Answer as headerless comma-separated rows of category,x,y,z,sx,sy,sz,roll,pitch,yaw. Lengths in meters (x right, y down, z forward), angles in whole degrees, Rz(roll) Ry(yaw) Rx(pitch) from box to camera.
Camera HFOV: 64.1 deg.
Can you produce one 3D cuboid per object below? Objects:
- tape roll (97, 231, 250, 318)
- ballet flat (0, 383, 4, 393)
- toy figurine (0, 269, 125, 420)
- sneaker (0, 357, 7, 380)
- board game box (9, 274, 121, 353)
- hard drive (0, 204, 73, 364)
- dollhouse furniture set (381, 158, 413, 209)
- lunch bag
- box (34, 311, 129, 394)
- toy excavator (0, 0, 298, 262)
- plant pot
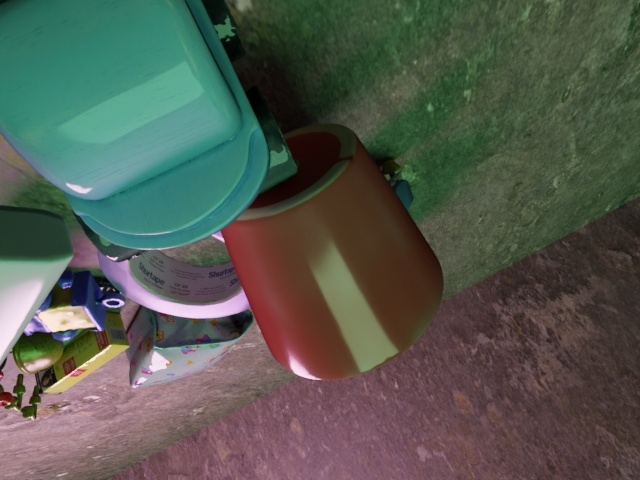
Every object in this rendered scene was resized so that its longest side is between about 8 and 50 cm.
tape roll,-0.209,0.015,0.835,0.274,0.090,0.275,-1,138,-1
ballet flat,-0.696,0.297,0.848,0.124,0.116,0.342,6,173,38
toy figurine,-0.426,0.150,0.844,0.217,0.191,0.363,-12,148,-13
sneaker,-0.684,0.200,0.897,0.232,0.081,0.091,9,95,-30
board game box,-0.517,0.151,1.016,0.259,0.030,0.136,-38,156,24
hard drive,-0.354,0.091,0.348,0.232,0.047,0.353,4,143,-48
dollhouse furniture set,-0.002,-0.095,1.003,0.286,0.198,0.303,-14,-164,27
lunch bag,-0.312,0.233,1.235,0.262,0.160,0.223,0,144,-36
box,-0.533,0.253,1.135,0.232,0.087,0.058,-32,155,15
toy excavator,-0.190,-0.194,0.368,0.222,0.433,0.445,-25,-176,-2
plant pot,0.000,0.000,0.676,0.274,0.275,0.243,-27,123,1
